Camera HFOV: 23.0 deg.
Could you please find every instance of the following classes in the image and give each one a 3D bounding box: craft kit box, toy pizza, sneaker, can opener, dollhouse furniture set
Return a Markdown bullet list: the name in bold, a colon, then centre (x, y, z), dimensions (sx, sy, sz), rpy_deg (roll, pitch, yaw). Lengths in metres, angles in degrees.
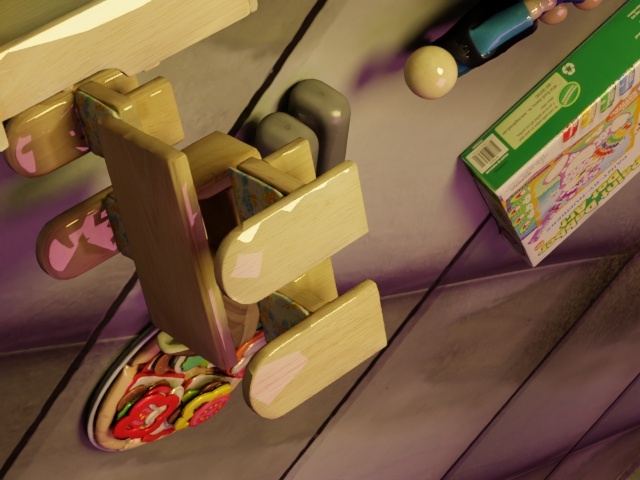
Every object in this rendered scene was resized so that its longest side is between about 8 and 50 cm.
- **craft kit box**: centre (0.256, -0.105, 1.473), dimensions (0.250, 0.061, 0.246), rpy_deg (-43, 160, 1)
- **toy pizza**: centre (-0.102, 0.108, 1.288), dimensions (0.201, 0.032, 0.201), rpy_deg (-35, 156, -18)
- **sneaker**: centre (-0.079, 0.024, 1.130), dimensions (0.071, 0.066, 0.188), rpy_deg (-19, 142, -22)
- **can opener**: centre (0.000, 0.000, 1.172), dimensions (0.076, 0.095, 0.283), rpy_deg (-47, 162, -27)
- **dollhouse furniture set**: centre (-0.108, -0.030, 0.818), dimensions (0.161, 0.212, 0.242), rpy_deg (-32, 129, -28)

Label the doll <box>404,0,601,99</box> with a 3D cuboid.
- **doll**: centre (0.126, -0.152, 1.134), dimensions (0.189, 0.046, 0.129), rpy_deg (-32, -171, -37)
